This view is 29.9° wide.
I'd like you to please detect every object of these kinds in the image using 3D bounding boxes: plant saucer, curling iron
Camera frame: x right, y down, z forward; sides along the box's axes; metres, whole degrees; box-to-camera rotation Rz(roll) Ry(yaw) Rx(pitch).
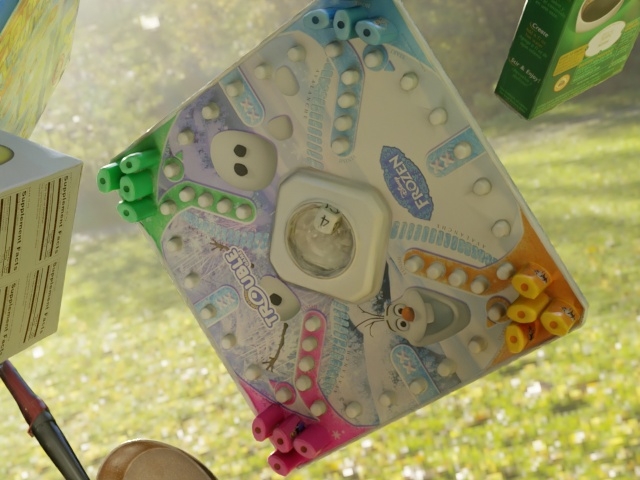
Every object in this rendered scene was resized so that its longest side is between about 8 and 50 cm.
[{"bbox_3d":[-0.130,0.251,1.057,0.168,0.168,0.029,-8,7,35],"label":"plant saucer"},{"bbox_3d":[-0.325,0.199,1.337,0.035,0.274,0.068,-47,-21,16],"label":"curling iron"}]

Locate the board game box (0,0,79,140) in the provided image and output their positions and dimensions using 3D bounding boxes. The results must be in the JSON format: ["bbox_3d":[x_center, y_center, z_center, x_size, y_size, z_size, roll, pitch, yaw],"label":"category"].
[{"bbox_3d":[-0.319,-0.188,1.170,0.086,0.308,0.302,20,-37,-5],"label":"board game box"}]

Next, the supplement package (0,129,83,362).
[{"bbox_3d":[-0.310,0.000,0.844,0.194,0.149,0.203,20,21,17],"label":"supplement package"}]

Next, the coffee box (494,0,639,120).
[{"bbox_3d":[0.193,-0.178,0.834,0.113,0.184,0.040,-29,60,-30],"label":"coffee box"}]

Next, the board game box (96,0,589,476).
[{"bbox_3d":[0.000,0.000,1.179,0.390,0.390,0.050,-32,-1,31],"label":"board game box"}]
